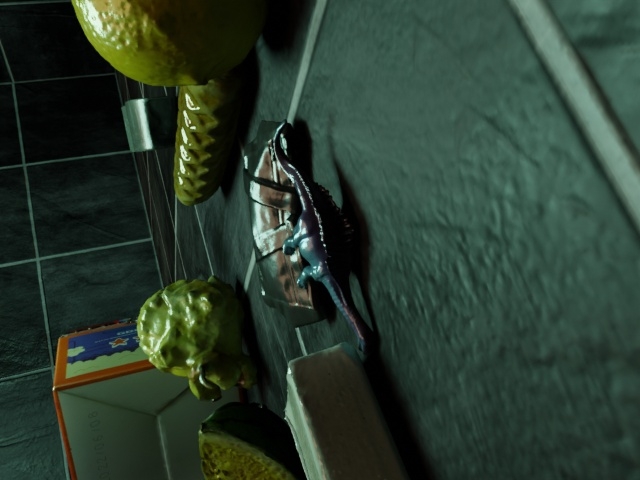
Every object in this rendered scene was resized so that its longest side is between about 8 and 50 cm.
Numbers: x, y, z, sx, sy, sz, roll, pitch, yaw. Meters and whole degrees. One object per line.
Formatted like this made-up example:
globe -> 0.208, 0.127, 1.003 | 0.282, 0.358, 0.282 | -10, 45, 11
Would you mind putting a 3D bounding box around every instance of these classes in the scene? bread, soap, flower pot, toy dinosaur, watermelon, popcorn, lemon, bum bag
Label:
bread -> -0.153, -0.141, 0.813 | 0.077, 0.084, 0.367 | 37, 155, -1
soap -> 0.024, 0.188, 0.482 | 0.121, 0.063, 0.183 | 96, 155, -56
flower pot -> -0.366, -0.250, 1.337 | 0.229, 0.103, 0.108 | -158, 58, -67
toy dinosaur -> 0.000, 0.000, 0.497 | 0.080, 0.045, 0.198 | -26, 84, 64
watermelon -> -0.071, 0.301, 0.738 | 0.123, 0.129, 0.301 | -121, 22, -51
popcorn -> -0.195, 0.156, 0.957 | 0.174, 0.168, 0.195 | 111, 144, -62
lemon -> -0.135, -0.237, 0.551 | 0.178, 0.178, 0.203 | 159, 98, -71
bum bag -> -0.034, -0.015, 0.586 | 0.087, 0.049, 0.198 | -3, 98, 47

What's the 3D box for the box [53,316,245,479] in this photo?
box -> -0.315, 0.346, 1.190 | 0.257, 0.318, 0.349 | -148, 48, -68
